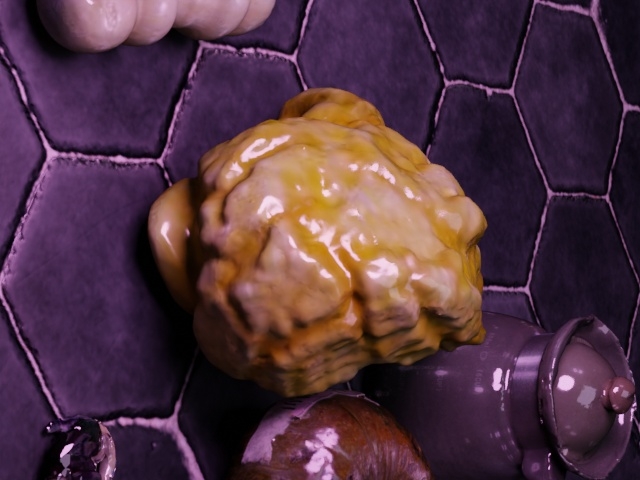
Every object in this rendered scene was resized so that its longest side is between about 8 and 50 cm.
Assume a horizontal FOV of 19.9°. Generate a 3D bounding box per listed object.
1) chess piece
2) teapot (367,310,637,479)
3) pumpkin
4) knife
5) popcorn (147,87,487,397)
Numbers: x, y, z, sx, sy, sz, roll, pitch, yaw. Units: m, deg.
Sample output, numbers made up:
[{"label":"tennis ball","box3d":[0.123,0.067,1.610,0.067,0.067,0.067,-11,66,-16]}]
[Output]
[{"label":"chess piece","box3d":[-0.164,-0.242,1.753,0.243,0.133,0.133,-22,101,-46]},{"label":"teapot","box3d":[0.201,0.196,1.984,0.305,0.285,0.223,-47,118,-45]},{"label":"pumpkin","box3d":[0.018,0.281,1.810,0.260,0.189,0.260,0,89,-46]},{"label":"knife","box3d":[-0.214,0.337,1.640,0.089,0.043,0.365,10,76,-49]},{"label":"popcorn","box3d":[0.012,-0.002,1.805,0.334,0.294,0.292,-26,106,-66]}]
